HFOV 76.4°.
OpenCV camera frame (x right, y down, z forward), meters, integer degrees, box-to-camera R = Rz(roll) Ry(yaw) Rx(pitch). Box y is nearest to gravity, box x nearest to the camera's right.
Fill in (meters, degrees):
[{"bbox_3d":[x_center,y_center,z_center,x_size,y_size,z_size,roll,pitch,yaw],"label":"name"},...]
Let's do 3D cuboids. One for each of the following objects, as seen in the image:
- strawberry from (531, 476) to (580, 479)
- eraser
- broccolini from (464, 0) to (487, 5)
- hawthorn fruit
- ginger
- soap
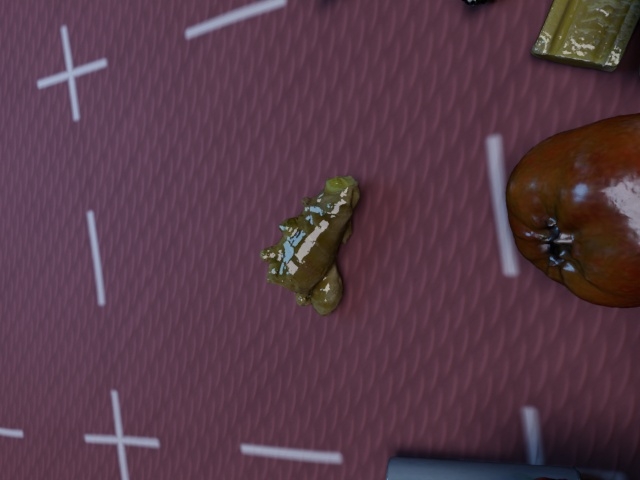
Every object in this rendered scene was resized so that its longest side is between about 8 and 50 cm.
[{"bbox_3d":[0.307,0.327,0.302,0.345,0.318,0.295,38,137,31],"label":"strawberry"},{"bbox_3d":[0.208,0.368,0.514,0.227,0.081,0.173,-8,87,21],"label":"eraser"},{"bbox_3d":[0.115,-0.334,0.516,0.272,0.062,0.123,-7,76,15],"label":"broccolini"},{"bbox_3d":[0.321,-0.041,0.412,0.226,0.196,0.196,-25,84,-5],"label":"hawthorn fruit"},{"bbox_3d":[-0.014,0.004,0.571,0.115,0.081,0.205,13,99,13],"label":"ginger"},{"bbox_3d":[0.332,-0.320,0.451,0.092,0.037,0.251,24,101,18],"label":"soap"}]
